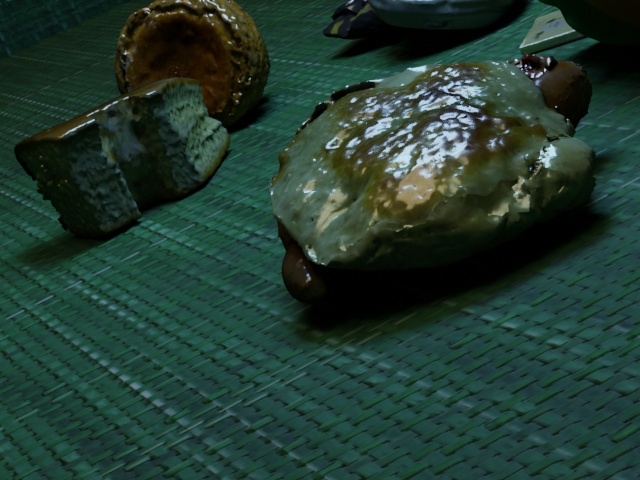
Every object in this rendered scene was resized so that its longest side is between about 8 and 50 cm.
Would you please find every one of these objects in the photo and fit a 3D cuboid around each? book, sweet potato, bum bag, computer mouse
[{"bbox_3d":[0.257,-0.229,1.941,0.077,0.014,0.111,-17,17,22],"label":"book"},{"bbox_3d":[0.000,0.000,1.455,0.077,0.077,0.244,-20,27,10],"label":"sweet potato"},{"bbox_3d":[0.084,-0.302,2.338,0.106,0.060,0.232,-3,19,27],"label":"bum bag"},{"bbox_3d":[0.149,-0.333,2.208,0.197,0.095,0.331,-3,21,4],"label":"computer mouse"}]

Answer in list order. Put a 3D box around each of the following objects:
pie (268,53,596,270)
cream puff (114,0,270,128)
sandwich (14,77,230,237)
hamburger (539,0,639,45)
[{"bbox_3d":[0.086,-0.059,1.416,0.257,0.105,0.274,-6,27,9],"label":"pie"},{"bbox_3d":[-0.139,-0.215,2.193,0.183,0.183,0.169,-17,4,20],"label":"cream puff"},{"bbox_3d":[-0.190,-0.103,1.947,0.235,0.122,0.128,-31,16,-28],"label":"sandwich"},{"bbox_3d":[0.333,-0.389,1.681,0.395,0.396,0.277,-24,15,-4],"label":"hamburger"}]
